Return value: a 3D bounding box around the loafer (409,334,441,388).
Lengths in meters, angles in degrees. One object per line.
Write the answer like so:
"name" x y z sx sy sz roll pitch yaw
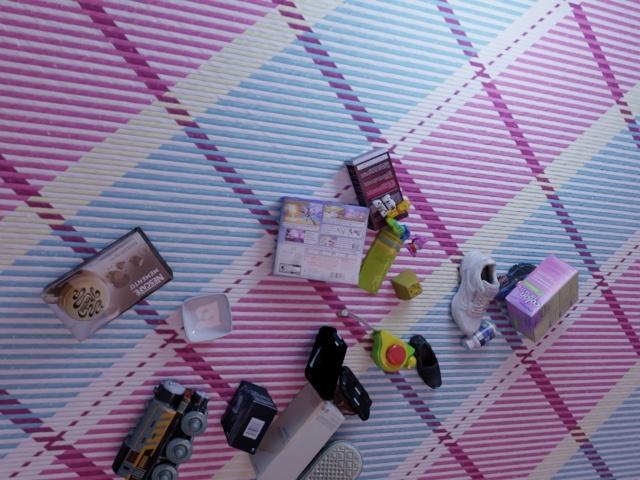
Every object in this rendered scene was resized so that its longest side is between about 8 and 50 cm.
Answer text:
"loafer" 0.379 0.437 1.863 0.076 0.078 0.223 -28 107 -12

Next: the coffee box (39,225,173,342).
"coffee box" -0.578 0.115 1.452 0.297 0.119 0.168 -35 107 -10

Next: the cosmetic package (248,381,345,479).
"cosmetic package" -0.079 0.630 1.695 0.113 0.160 0.309 44 83 -19

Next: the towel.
"towel" 0.203 0.061 1.768 0.102 0.021 0.237 28 90 -20

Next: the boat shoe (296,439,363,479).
"boat shoe" -0.066 0.846 1.724 0.500 0.156 0.187 -41 80 -6

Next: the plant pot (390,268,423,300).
"plant pot" 0.300 0.156 1.785 0.081 0.083 0.081 -28 106 -13

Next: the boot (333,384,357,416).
"boot" 0.090 0.544 1.807 0.106 0.037 0.114 -13 99 -19

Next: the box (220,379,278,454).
"box" -0.223 0.542 1.628 0.093 0.158 0.156 29 89 -22

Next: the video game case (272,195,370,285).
"video game case" 0.000 0.000 1.634 0.270 0.061 0.244 8 98 -6

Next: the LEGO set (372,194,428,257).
"LEGO set" 0.257 -0.069 1.649 0.093 0.087 0.227 -37 110 7

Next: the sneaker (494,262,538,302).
"sneaker" 0.716 0.154 1.942 0.221 0.083 0.087 -24 122 -11

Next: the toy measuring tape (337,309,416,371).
"toy measuring tape" 0.183 0.353 1.765 0.330 0.121 0.121 32 88 -14

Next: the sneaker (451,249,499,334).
"sneaker" 0.543 0.192 1.840 0.114 0.152 0.305 -1 101 -21

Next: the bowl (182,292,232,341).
"bowl" -0.344 0.226 1.589 0.142 0.053 0.141 -9 102 -18

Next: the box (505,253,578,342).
"box" 0.805 0.212 1.909 0.243 0.117 0.213 -42 138 -9

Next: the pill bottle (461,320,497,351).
"pill bottle" 0.577 0.352 1.924 0.120 0.067 0.067 -30 108 -12

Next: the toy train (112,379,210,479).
"toy train" -0.468 0.582 1.568 0.190 0.142 0.333 29 89 -12

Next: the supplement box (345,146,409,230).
"supplement box" 0.182 -0.166 1.694 0.130 0.073 0.239 -23 106 -14

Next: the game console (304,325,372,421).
"game console" 0.073 0.463 1.719 0.361 0.044 0.213 57 34 -27
